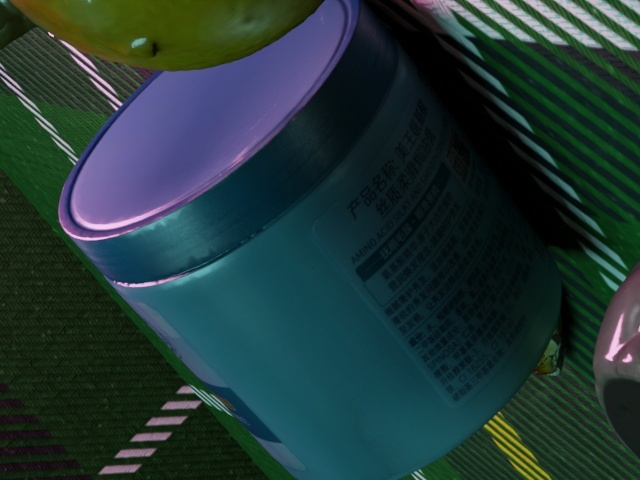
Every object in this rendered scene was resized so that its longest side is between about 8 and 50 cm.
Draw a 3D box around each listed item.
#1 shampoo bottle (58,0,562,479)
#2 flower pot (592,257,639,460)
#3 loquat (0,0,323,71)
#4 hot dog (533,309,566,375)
[{"bbox_3d":[0.000,0.000,1.706,0.343,0.331,0.331,50,163,-25],"label":"shampoo bottle"},{"bbox_3d":[0.324,0.087,1.379,0.246,0.195,0.246,41,164,15],"label":"flower pot"},{"bbox_3d":[-0.133,-0.261,1.344,0.328,0.359,0.328,46,-172,-9],"label":"loquat"},{"bbox_3d":[0.204,0.078,1.900,0.099,0.053,0.192,33,163,22],"label":"hot dog"}]
